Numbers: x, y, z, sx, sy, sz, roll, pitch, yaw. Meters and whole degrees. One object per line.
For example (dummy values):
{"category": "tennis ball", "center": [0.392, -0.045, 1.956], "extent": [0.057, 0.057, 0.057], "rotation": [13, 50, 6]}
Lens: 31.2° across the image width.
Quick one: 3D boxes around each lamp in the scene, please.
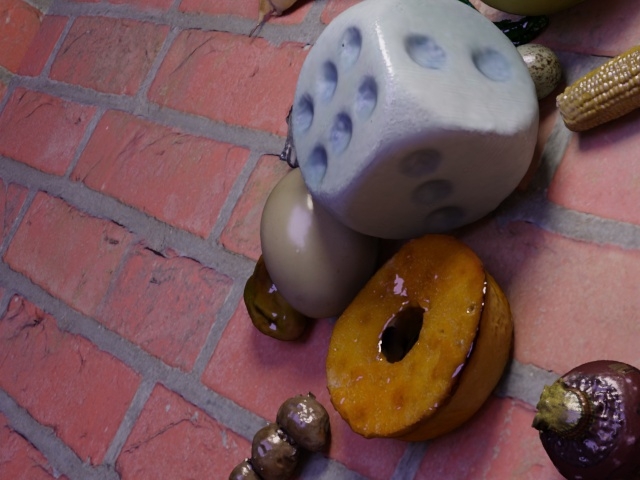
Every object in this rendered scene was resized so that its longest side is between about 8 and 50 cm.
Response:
{"category": "lamp", "center": [0.322, 0.212, 1.336], "extent": [0.157, 0.135, 0.156], "rotation": [-35, 45, 25]}

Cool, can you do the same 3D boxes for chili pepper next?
{"category": "chili pepper", "center": [0.246, -0.371, 1.857], "extent": [0.122, 0.065, 0.279], "rotation": [-37, 42, -8]}

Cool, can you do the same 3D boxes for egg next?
{"category": "egg", "center": [0.305, -0.248, 1.695], "extent": [0.110, 0.085, 0.085], "rotation": [3, 68, 54]}
{"category": "egg", "center": [0.000, 0.000, 1.789], "extent": [0.189, 0.189, 0.253], "rotation": [-20, 62, 39]}

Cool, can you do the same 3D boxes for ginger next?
{"category": "ginger", "center": [-0.066, 0.323, 1.738], "extent": [0.204, 0.080, 0.104], "rotation": [-47, 45, 12]}

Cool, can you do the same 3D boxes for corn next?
{"category": "corn", "center": [0.445, -0.227, 1.533], "extent": [0.288, 0.086, 0.086], "rotation": [-27, 48, 35]}

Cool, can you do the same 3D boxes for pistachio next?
{"category": "pistachio", "center": [-0.078, 0.083, 1.890], "extent": [0.110, 0.100, 0.189], "rotation": [-30, 47, 28]}

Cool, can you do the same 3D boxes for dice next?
{"category": "dice", "center": [0.130, -0.175, 1.638], "extent": [0.268, 0.263, 0.264], "rotation": [-48, 45, 45]}

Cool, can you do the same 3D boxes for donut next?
{"category": "donut", "center": [0.145, 0.145, 1.601], "extent": [0.303, 0.110, 0.302], "rotation": [-29, 47, 36]}

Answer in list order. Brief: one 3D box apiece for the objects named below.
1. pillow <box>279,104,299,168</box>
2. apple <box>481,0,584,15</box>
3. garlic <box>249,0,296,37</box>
{"category": "pillow", "center": [0.055, -0.228, 1.954], "extent": [0.335, 0.093, 0.161], "rotation": [-21, 57, 38]}
{"category": "apple", "center": [0.322, -0.475, 1.669], "extent": [0.254, 0.292, 0.292], "rotation": [1, 59, 2]}
{"category": "garlic", "center": [-0.042, -0.543, 2.239], "extent": [0.338, 0.151, 0.196], "rotation": [-14, 69, 44]}
